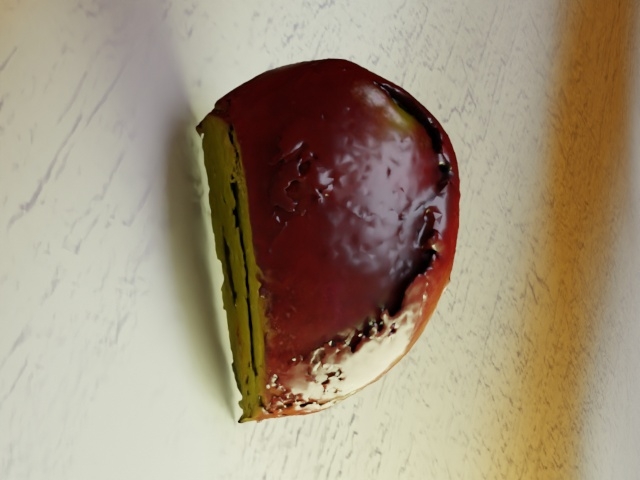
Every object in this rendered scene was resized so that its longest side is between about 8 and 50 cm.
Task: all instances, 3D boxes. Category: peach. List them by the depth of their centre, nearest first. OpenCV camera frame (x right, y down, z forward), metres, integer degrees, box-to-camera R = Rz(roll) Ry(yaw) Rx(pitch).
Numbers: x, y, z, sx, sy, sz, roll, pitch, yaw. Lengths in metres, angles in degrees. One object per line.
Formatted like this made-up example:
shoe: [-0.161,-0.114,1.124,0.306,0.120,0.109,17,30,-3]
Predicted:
peach: [0.001,-0.002,0.868,0.127,0.092,0.172,22,70,-19]
